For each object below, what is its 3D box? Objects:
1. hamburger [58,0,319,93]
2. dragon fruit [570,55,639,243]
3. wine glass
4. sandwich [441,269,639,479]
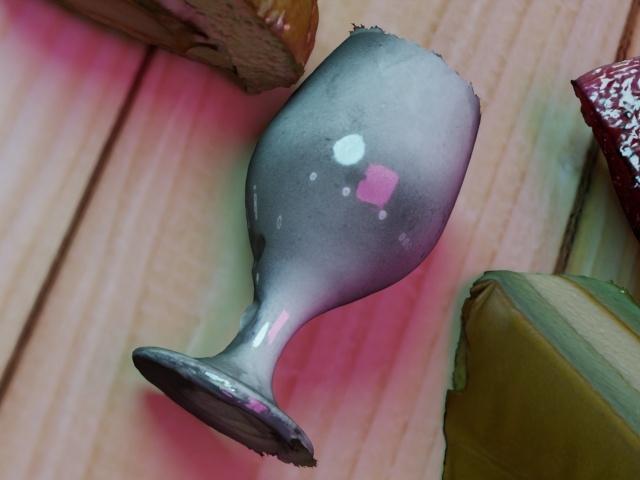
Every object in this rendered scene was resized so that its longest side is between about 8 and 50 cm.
[{"bbox_3d":[-0.066,-0.180,0.585,0.207,0.135,0.155,32,72,-28],"label":"hamburger"},{"bbox_3d":[0.296,-0.016,0.753,0.163,0.189,0.262,-3,64,-46],"label":"dragon fruit"},{"bbox_3d":[0.000,0.000,0.620,0.126,0.126,0.241,41,67,-24],"label":"wine glass"},{"bbox_3d":[0.200,0.129,0.696,0.155,0.198,0.227,6,83,-33],"label":"sandwich"}]
